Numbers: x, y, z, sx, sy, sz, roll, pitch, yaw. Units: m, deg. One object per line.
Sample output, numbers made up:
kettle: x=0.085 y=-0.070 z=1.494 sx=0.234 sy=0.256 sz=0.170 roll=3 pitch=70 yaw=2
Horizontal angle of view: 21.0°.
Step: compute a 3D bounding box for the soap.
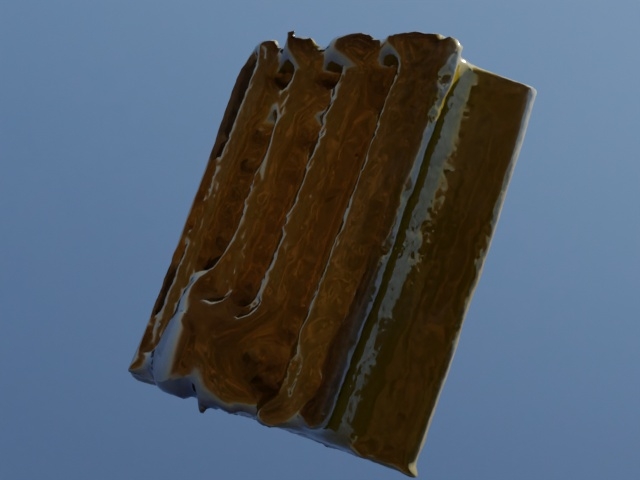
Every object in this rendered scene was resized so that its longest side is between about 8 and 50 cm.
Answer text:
soap: x=0.000 y=0.000 z=1.211 sx=0.259 sy=0.143 sz=0.281 roll=10 pitch=-101 yaw=55
